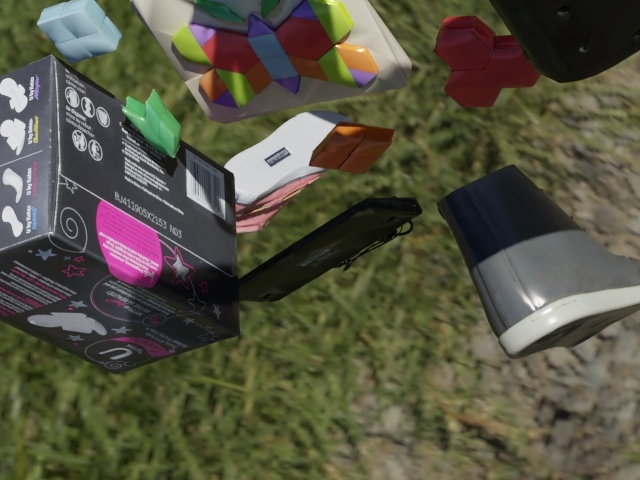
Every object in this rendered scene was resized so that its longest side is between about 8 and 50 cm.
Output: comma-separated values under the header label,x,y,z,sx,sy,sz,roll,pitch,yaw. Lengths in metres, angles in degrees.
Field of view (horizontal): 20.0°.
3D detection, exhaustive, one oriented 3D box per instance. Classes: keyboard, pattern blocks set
label,x,y,z,sx,sy,sz,roll,pitch,yaw
keyboard,0.000,0.000,1.528,0.192,0.100,0.038,-31,66,38
pattern blocks set,-0.033,-0.145,1.315,0.325,0.285,0.026,-21,40,36

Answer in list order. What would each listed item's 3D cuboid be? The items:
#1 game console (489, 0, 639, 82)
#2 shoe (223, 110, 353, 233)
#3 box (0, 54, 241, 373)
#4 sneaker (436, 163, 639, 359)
label,x,y,z,sx,sy,sz,roll,pitch,yaw
game console,0.171,-0.258,0.741,0.342,0.386,0.060,-31,51,10
shoe,-0.041,-0.067,1.812,0.063,0.178,0.081,49,142,14
box,-0.192,-0.014,1.467,0.142,0.247,0.163,-18,60,27
sneaker,0.161,0.006,1.221,0.083,0.222,0.118,-32,77,23
